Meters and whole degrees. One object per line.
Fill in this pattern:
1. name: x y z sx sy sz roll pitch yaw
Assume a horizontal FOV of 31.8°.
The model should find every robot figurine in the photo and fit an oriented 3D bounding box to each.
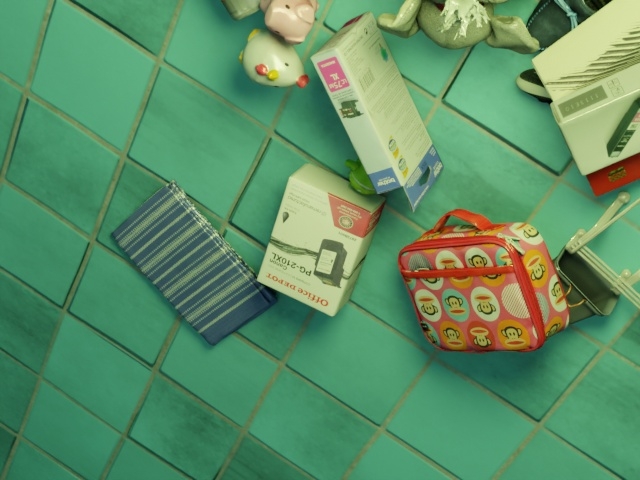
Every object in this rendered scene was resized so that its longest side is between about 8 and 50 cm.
1. robot figurine: 0.096 -0.131 2.041 0.101 0.067 0.115 18 132 -22

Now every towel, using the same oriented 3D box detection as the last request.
1. towel: -0.266 0.053 2.367 0.336 0.040 0.243 49 130 -5

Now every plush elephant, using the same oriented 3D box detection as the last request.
1. plush elephant: 0.222 -0.401 1.690 0.272 0.330 0.255 17 163 1

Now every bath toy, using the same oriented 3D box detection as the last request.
1. bath toy: -0.036 -0.388 1.826 0.129 0.151 0.348 41 131 22

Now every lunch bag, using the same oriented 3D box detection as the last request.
1. lunch bag: 0.282 0.067 2.000 0.293 0.120 0.258 -6 108 50

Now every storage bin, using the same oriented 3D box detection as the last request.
1. storage bin: 0.444 0.087 1.992 0.135 0.098 0.091 45 139 -5

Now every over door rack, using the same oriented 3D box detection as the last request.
1. over door rack: 0.585 0.011 1.839 0.239 0.108 0.324 41 150 -1

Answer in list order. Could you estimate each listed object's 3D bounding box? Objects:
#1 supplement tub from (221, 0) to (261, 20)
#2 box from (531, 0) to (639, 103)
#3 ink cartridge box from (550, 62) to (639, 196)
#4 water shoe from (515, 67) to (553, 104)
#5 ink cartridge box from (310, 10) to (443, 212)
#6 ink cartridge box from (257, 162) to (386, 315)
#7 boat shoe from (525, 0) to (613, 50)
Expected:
1. supplement tub: -0.147 -0.482 1.913 0.117 0.117 0.190 -22 107 35
2. box: 0.463 -0.299 1.672 0.275 0.113 0.094 -37 57 27
3. ink cartridge box: 0.513 -0.171 1.693 0.275 0.060 0.239 -24 134 14
4. water shoe: 0.411 -0.218 1.825 0.203 0.073 0.080 19 131 18
5. ink cartridge box: 0.102 -0.213 1.910 0.065 0.186 0.311 -19 110 31
6. ink cartridge box: 0.000 0.000 2.129 0.172 0.100 0.237 25 118 11
7. boat shoe: 0.406 -0.378 1.715 0.109 0.089 0.258 44 129 -4
